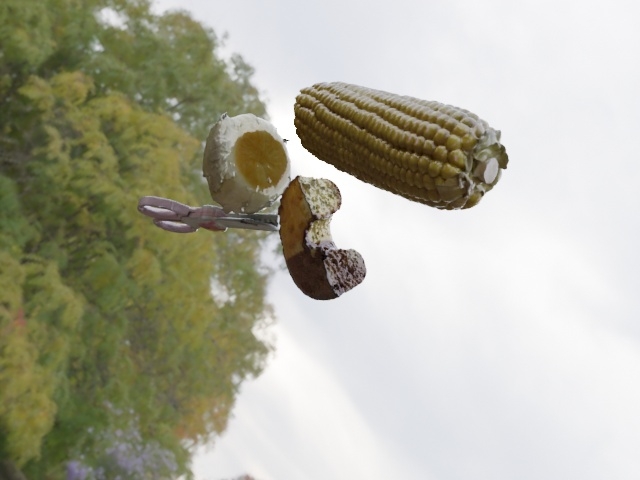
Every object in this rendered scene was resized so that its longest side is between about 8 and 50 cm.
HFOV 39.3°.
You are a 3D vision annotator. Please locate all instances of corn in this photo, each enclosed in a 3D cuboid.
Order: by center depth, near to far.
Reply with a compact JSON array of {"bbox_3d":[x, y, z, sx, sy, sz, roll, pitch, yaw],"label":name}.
[{"bbox_3d":[0.095,-0.135,1.236,0.387,0.144,0.144,22,-38,50],"label":"corn"}]

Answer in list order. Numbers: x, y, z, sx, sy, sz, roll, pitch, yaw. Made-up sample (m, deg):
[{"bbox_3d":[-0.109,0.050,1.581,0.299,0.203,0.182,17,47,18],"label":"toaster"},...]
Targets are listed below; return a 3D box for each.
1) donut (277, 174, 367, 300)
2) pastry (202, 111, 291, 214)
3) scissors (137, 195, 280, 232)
[{"bbox_3d":[-0.001,-0.002,1.541,0.141,0.085,0.217,-27,-103,58],"label":"donut"},{"bbox_3d":[-0.116,-0.119,1.399,0.088,0.166,0.166,-18,-74,46],"label":"pastry"},{"bbox_3d":[-0.177,-0.035,1.463,0.242,0.031,0.118,4,-21,20],"label":"scissors"}]
